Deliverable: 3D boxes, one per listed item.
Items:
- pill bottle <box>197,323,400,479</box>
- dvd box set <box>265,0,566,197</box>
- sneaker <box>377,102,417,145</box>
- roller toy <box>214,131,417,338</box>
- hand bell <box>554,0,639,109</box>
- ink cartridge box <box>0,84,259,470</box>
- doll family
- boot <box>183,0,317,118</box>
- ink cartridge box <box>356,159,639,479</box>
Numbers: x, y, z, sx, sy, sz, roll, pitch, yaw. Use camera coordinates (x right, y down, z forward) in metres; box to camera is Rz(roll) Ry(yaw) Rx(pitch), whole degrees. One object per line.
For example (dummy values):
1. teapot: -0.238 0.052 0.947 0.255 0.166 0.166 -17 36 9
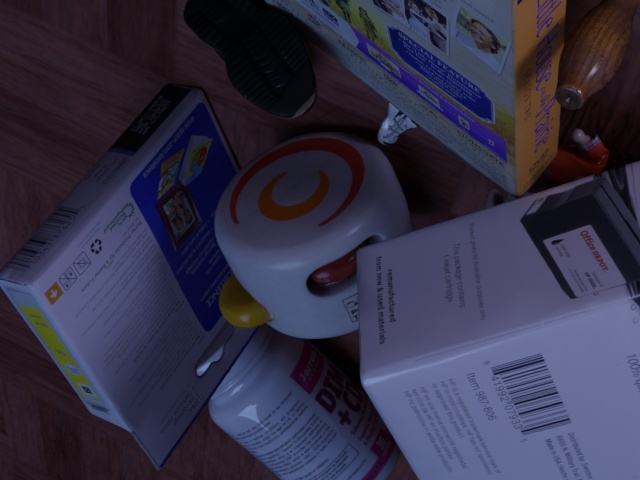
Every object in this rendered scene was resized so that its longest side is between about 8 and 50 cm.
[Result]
1. pill bottle: -0.042 0.212 1.698 0.283 0.160 0.160 43 145 -18
2. dvd box set: 0.044 -0.212 0.964 0.307 0.062 0.420 40 171 20
3. sneaker: 0.081 -0.116 1.282 0.037 0.032 0.083 27 148 7
4. roller toy: 0.000 0.000 1.349 0.191 0.209 0.146 2 138 29
5. hand bell: 0.214 -0.175 0.901 0.126 0.242 0.126 21 145 16
6. ink cartridge box: -0.178 0.041 1.452 0.072 0.304 0.307 12 142 32
7. doll family: 0.248 0.020 1.243 0.163 0.118 0.263 12 142 28
8. boot: -0.033 -0.154 1.224 0.137 0.077 0.198 41 -170 -48
9. ink cartridge box: 0.263 0.095 1.111 0.394 0.166 0.285 -17 129 14
